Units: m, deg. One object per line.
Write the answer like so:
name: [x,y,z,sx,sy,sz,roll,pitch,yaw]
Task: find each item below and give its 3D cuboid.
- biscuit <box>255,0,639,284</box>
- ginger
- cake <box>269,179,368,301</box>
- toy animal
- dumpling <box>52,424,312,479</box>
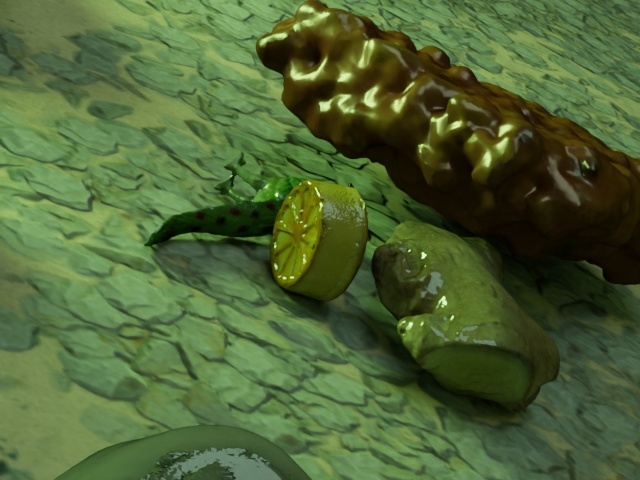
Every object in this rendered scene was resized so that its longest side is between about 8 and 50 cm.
biscuit: [0.131,-0.072,1.343,0.318,0.110,0.312,36,11,30]
ginger: [0.093,0.038,1.169,0.137,0.074,0.213,35,22,-22]
cake: [0.000,0.000,1.147,0.044,0.084,0.084,11,27,-26]
toy animal: [-0.061,-0.029,1.202,0.217,0.041,0.075,-7,40,-45]
dumpling: [-0.075,0.149,0.723,0.247,0.142,0.172,7,-7,-23]
